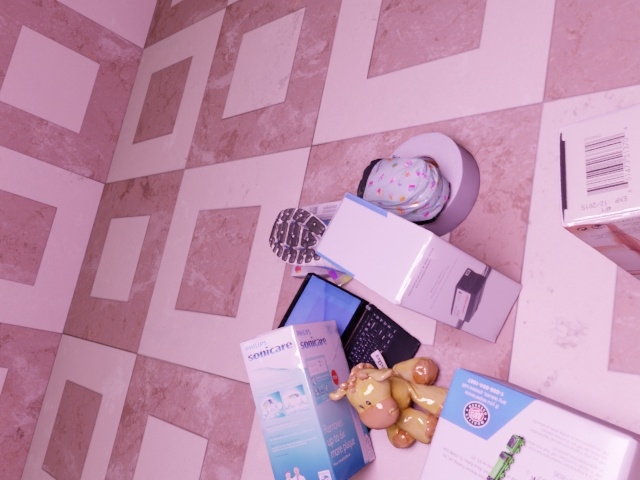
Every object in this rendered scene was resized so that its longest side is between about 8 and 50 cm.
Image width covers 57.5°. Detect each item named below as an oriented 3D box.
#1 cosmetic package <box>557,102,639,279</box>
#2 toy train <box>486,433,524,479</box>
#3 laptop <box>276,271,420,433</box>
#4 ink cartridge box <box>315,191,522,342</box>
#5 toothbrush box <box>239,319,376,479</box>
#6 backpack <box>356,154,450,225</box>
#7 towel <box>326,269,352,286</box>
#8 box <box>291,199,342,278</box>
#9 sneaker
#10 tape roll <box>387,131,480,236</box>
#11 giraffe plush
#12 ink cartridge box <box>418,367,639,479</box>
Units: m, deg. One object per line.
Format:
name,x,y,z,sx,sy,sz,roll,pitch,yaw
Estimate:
cosmetic package,0.456,-0.053,0.816,0.129,0.296,0.153,-13,63,44
toy train,0.259,0.309,0.821,0.017,0.023,0.083,35,98,49
laptop,0.036,0.237,1.247,0.264,0.136,0.234,37,102,48
ink cartridge box,0.181,0.052,1.048,0.223,0.307,0.129,30,94,48
toothbrush box,-0.021,0.316,1.140,0.126,0.216,0.296,-22,76,20
backpack,0.163,-0.098,1.166,0.181,0.115,0.152,9,77,45
towel,0.044,0.062,1.369,0.060,0.009,0.083,-33,72,-2
box,0.000,0.000,1.458,0.145,0.038,0.186,-7,68,44
sneaker,0.028,0.020,1.318,0.329,0.147,0.130,19,87,30
tape roll,0.227,-0.117,1.247,0.219,0.072,0.219,-20,61,39
giraffe plush,0.121,0.287,1.086,0.210,0.170,0.181,41,104,33
ink cartridge box,0.295,0.433,0.873,0.285,0.166,0.395,15,84,49
